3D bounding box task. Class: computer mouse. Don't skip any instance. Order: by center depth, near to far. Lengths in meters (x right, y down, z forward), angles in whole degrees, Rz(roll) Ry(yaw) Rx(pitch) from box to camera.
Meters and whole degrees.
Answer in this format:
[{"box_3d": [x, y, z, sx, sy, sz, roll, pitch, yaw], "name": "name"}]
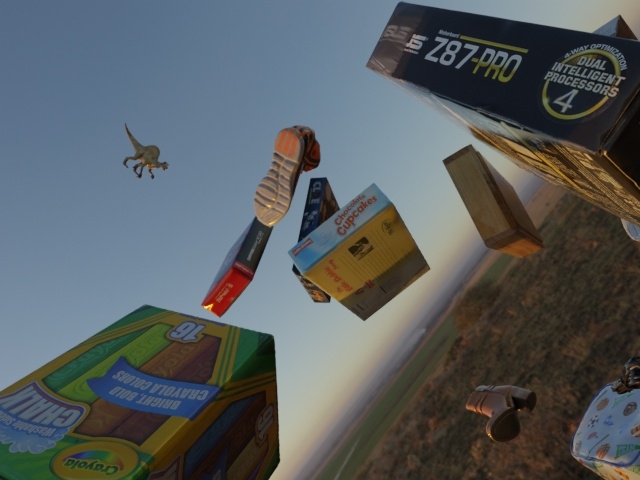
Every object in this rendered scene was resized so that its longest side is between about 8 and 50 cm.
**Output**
[{"box_3d": [0.567, 0.167, 0.666, 0.262, 0.060, 0.184, -19, -29, 20], "name": "computer mouse"}]

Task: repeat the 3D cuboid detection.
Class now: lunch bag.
[{"box_3d": [0.699, 0.419, 1.007, 0.243, 0.115, 0.303, -51, -13, -12], "name": "lunch bag"}]

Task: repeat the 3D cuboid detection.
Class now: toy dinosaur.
[{"box_3d": [-0.465, -0.218, 1.192, 0.092, 0.183, 0.053, -48, -15, -3], "name": "toy dinosaur"}]

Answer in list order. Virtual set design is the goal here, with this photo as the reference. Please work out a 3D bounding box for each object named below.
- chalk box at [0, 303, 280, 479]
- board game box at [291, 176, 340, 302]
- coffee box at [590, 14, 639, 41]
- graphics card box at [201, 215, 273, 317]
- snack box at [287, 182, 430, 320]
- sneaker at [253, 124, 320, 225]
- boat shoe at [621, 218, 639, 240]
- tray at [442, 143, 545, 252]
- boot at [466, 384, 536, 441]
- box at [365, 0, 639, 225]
[{"box_3d": [-0.181, 0.209, 0.397, 0.289, 0.180, 0.179, -39, -47, -59], "name": "chalk box"}, {"box_3d": [0.000, 0.000, 1.051, 0.165, 0.042, 0.243, 62, -148, -54], "name": "board game box"}, {"box_3d": [0.513, -0.304, 0.924, 0.247, 0.141, 0.098, -31, 20, 52], "name": "coffee box"}, {"box_3d": [-0.303, 0.086, 1.711, 0.232, 0.094, 0.370, -48, 14, 30], "name": "graphics card box"}, {"box_3d": [0.090, 0.041, 0.867, 0.187, 0.060, 0.322, -39, -33, 4], "name": "snack box"}, {"box_3d": [-0.083, -0.194, 1.385, 0.180, 0.125, 0.321, -31, -29, -58], "name": "sneaker"}, {"box_3d": [0.837, -0.138, 1.172, 0.109, 0.094, 0.302, 79, -161, -66], "name": "boat shoe"}, {"box_3d": [0.423, -0.074, 1.070, 0.076, 0.202, 0.411, -31, -21, 27], "name": "tray"}, {"box_3d": [0.426, 0.426, 1.139, 0.197, 0.072, 0.152, -18, 4, -38], "name": "boot"}, {"box_3d": [0.290, -0.125, 0.547, 0.395, 0.318, 0.097, 17, -72, -38], "name": "box"}]
